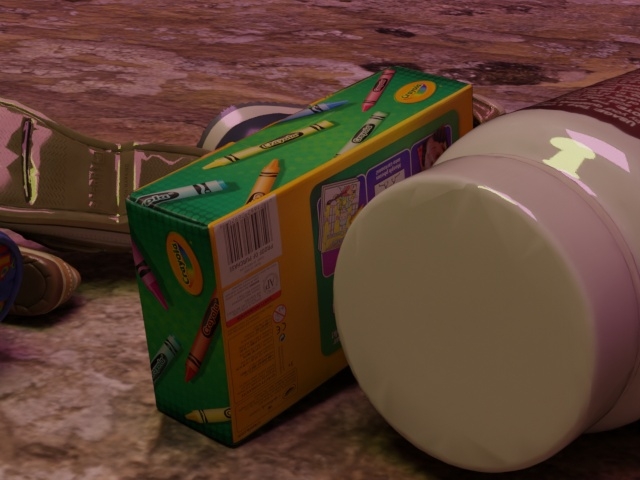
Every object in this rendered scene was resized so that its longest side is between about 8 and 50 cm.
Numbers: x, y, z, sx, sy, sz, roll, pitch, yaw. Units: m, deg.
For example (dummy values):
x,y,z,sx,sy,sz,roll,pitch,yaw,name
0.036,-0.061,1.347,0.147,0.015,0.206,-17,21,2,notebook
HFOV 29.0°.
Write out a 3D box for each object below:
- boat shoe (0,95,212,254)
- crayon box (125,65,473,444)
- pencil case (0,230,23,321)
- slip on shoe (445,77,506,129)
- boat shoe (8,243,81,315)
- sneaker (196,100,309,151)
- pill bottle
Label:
x,y,z,sx,sy,sz,roll,pitch,yaw,name
-0.222,-0.039,1.029,0.302,0.103,0.113,14,61,-14,boat shoe
0.000,0.000,0.875,0.081,0.165,0.278,20,36,37,crayon box
-0.354,-0.016,0.902,0.306,0.133,0.119,32,45,26,pencil case
0.164,-0.162,1.514,0.041,0.051,0.135,-29,43,-34,slip on shoe
-0.284,0.020,0.988,0.190,0.068,0.072,16,10,12,boat shoe
0.040,-0.082,1.247,0.319,0.112,0.131,-16,43,-31,sneaker
0.201,0.003,0.876,0.224,0.224,0.392,20,27,35,pill bottle
